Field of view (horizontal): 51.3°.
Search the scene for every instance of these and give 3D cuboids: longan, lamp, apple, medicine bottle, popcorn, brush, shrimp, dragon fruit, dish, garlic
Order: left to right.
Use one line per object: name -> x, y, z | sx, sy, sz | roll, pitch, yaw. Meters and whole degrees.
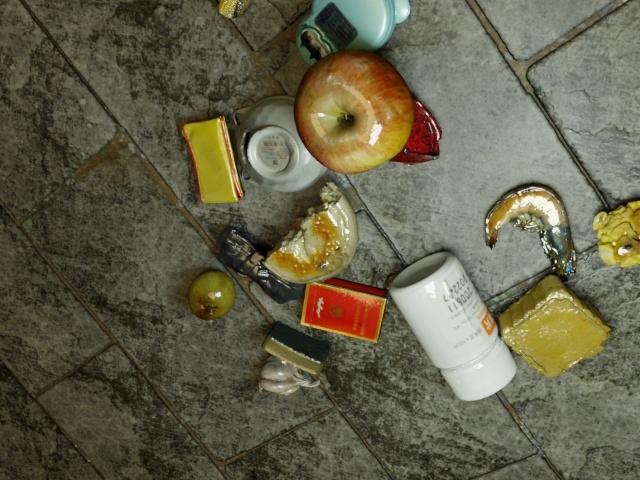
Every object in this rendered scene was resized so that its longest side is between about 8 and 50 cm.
longan -> -0.326, 0.170, 1.998 | 0.145, 0.176, 0.155 | -2, 126, 0
dish -> -0.116, -0.248, 1.804 | 0.303, 0.120, 0.303 | 5, 112, 12
garlic -> -0.100, 0.427, 2.058 | 0.194, 0.131, 0.127 | 15, 143, 10
brush -> -0.071, 0.323, 2.014 | 0.197, 0.123, 0.059 | 25, 112, 3
lamp -> 0.061, -0.537, 1.624 | 0.284, 0.147, 0.209 | -39, 95, 16
apple -> 0.085, -0.311, 1.616 | 0.301, 0.301, 0.302 | 5, 112, 13
dragon fruit -> 0.231, -0.279, 1.727 | 0.127, 0.120, 0.161 | 6, 91, 51
medicine bottle -> 0.362, 0.232, 1.815 | 0.211, 0.211, 0.371 | -28, 102, 23
shrimp -> 0.553, -0.001, 1.757 | 0.222, 0.054, 0.290 | -22, 104, 21
popcorn -> 0.771, -0.015, 1.651 | 0.194, 0.163, 0.140 | -40, 119, -6

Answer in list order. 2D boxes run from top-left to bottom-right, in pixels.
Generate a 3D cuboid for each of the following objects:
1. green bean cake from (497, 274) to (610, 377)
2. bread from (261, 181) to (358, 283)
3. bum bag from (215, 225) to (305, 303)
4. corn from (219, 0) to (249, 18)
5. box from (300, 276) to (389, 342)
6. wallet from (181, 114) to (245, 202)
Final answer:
green bean cake -> 0.617, 0.231, 1.776 | 0.224, 0.131, 0.229 | 39, 116, -15
bread -> 0.005, 0.000, 1.840 | 0.192, 0.171, 0.314 | 38, 117, -6
bum bag -> -0.183, 0.084, 1.971 | 0.310, 0.074, 0.137 | 37, 129, 0
corn -> -0.194, -0.656, 1.692 | 0.072, 0.072, 0.203 | 36, 117, -1
box -> 0.069, 0.196, 1.958 | 0.239, 0.074, 0.153 | 13, 117, 9
wallet -> -0.303, -0.227, 1.894 | 0.141, 0.067, 0.241 | -3, 107, 28
